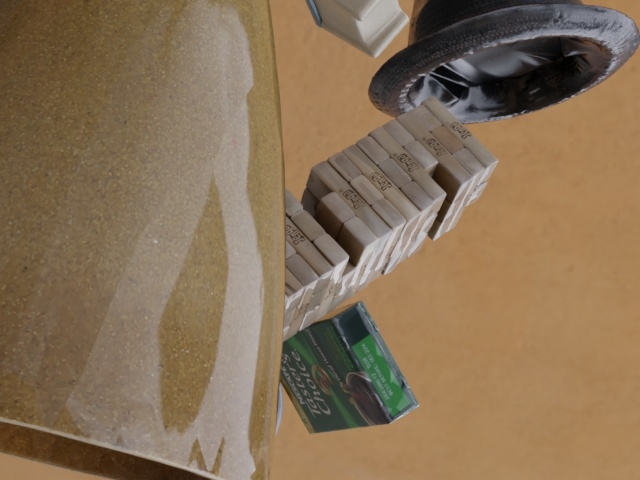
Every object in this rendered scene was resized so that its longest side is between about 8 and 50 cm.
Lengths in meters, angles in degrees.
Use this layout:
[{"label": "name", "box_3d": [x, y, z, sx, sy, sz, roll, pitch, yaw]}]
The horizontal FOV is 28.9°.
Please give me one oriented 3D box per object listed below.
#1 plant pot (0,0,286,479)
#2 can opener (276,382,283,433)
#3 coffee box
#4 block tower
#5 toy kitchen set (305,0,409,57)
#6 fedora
[{"label": "plant pot", "box_3d": [-0.111, -0.023, 0.600, 0.237, 0.237, 0.254, 99, 4, -73]}, {"label": "can opener", "box_3d": [-0.086, 0.091, 1.368, 0.074, 0.093, 0.280, -131, -138, -84]}, {"label": "coffee box", "box_3d": [0.013, 0.125, 1.176, 0.040, 0.113, 0.184, -30, -177, -26]}, {"label": "block tower", "box_3d": [0.000, 0.000, 1.047, 0.335, 0.097, 0.091, -31, 157, -31]}, {"label": "toy kitchen set", "box_3d": [0.046, -0.268, 0.890, 0.207, 0.122, 0.166, -50, 158, -6]}, {"label": "fedora", "box_3d": [0.190, -0.243, 1.379, 0.334, 0.334, 0.152, 98, -18, -78]}]
